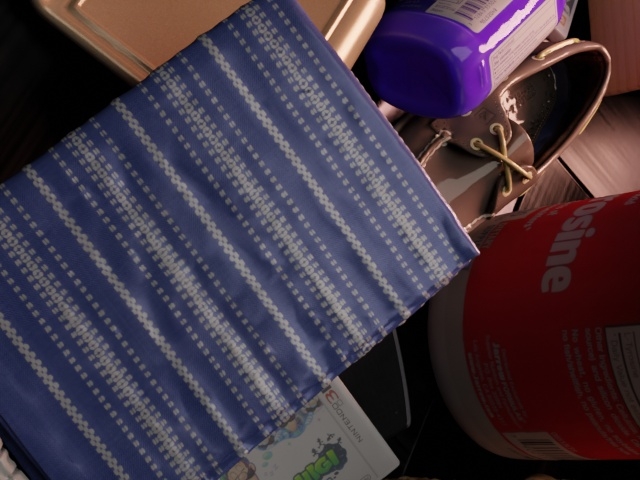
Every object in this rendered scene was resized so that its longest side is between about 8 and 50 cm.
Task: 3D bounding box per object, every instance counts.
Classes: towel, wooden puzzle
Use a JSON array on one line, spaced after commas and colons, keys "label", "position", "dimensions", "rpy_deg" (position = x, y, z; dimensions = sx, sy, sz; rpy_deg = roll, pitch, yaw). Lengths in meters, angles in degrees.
[{"label": "towel", "position": [-0.086, 0.020, 0.925], "dimensions": [0.336, 0.040, 0.243], "rpy_deg": [-38, 97, -11]}, {"label": "wooden puzzle", "position": [-0.080, -0.182, 1.053], "dimensions": [0.239, 0.044, 0.221], "rpy_deg": [40, 58, -17]}]

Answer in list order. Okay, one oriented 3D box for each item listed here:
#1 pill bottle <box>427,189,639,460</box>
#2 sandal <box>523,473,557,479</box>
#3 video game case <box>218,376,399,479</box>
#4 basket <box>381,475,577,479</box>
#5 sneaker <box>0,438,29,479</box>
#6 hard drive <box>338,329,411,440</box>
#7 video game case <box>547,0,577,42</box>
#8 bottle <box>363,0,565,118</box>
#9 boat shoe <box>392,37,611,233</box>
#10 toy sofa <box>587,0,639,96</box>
[{"label": "pill bottle", "position": [0.305, 0.066, 1.138], "dimensions": [0.229, 0.408, 0.229], "rpy_deg": [8, 78, -42]}, {"label": "sandal", "position": [0.206, 0.334, 1.224], "dimensions": [0.079, 0.088, 0.240], "rpy_deg": [-24, 105, -45]}, {"label": "video game case", "position": [-0.041, 0.158, 1.014], "dimensions": [0.157, 0.019, 0.143], "rpy_deg": [-37, 107, -7]}, {"label": "basket", "position": [0.134, 0.309, 1.015], "dimensions": [0.223, 0.299, 0.213], "rpy_deg": [35, 61, -33]}, {"label": "sneaker", "position": [-0.222, 0.172, 0.884], "dimensions": [0.076, 0.065, 0.166], "rpy_deg": [-41, 106, -25]}, {"label": "hard drive", "position": [-0.016, 0.060, 1.085], "dimensions": [0.172, 0.054, 0.254], "rpy_deg": [-22, 99, -42]}, {"label": "video game case", "position": [0.213, -0.323, 1.377], "dimensions": [0.173, 0.022, 0.190], "rpy_deg": [38, 60, -33]}, {"label": "bottle", "position": [0.157, -0.217, 1.238], "dimensions": [0.283, 0.118, 0.092], "rpy_deg": [-45, 137, -36]}, {"label": "boat shoe", "position": [0.152, -0.086, 1.233], "dimensions": [0.324, 0.097, 0.116], "rpy_deg": [-43, 112, -38]}, {"label": "toy sofa", "position": [0.464, -0.230, 1.489], "dimensions": [0.362, 0.177, 0.150], "rpy_deg": [0, 84, -42]}]
